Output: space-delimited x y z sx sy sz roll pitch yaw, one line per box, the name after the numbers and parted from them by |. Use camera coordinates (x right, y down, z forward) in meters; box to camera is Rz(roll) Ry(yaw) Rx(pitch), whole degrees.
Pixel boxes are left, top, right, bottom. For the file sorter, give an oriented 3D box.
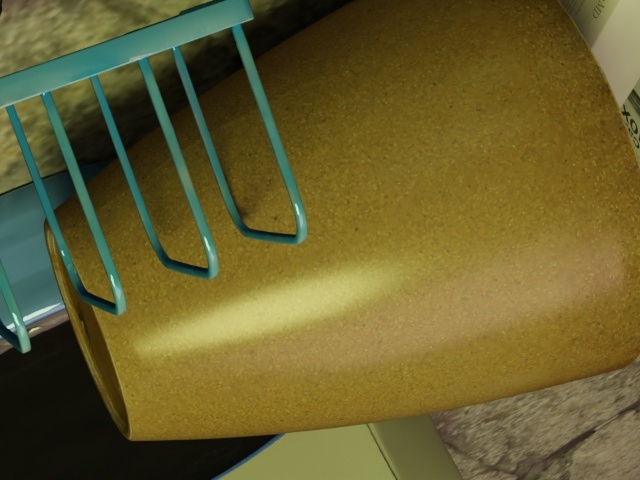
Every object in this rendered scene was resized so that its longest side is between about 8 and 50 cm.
-0.106 -0.021 0.667 0.170 0.104 0.118 -22 -171 -16 | file sorter

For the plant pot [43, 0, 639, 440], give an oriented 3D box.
0.000 0.000 0.834 0.254 0.237 0.237 -21 154 -16 | plant pot

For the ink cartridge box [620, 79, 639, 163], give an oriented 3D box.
0.264 -0.080 1.022 0.100 0.172 0.237 -24 154 -7 | ink cartridge box

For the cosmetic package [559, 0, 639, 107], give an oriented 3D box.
0.128 -0.109 0.924 0.060 0.099 0.239 -14 152 -25 | cosmetic package

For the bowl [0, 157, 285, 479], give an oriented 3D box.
-0.145 0.091 1.054 0.391 0.077 0.391 -22 154 -11 | bowl

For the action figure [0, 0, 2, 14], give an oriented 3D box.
-0.130 -0.122 0.634 0.285 0.099 0.185 -10 171 7 | action figure

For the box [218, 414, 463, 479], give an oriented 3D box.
-0.009 0.234 1.392 0.232 0.127 0.148 -36 153 18 | box
